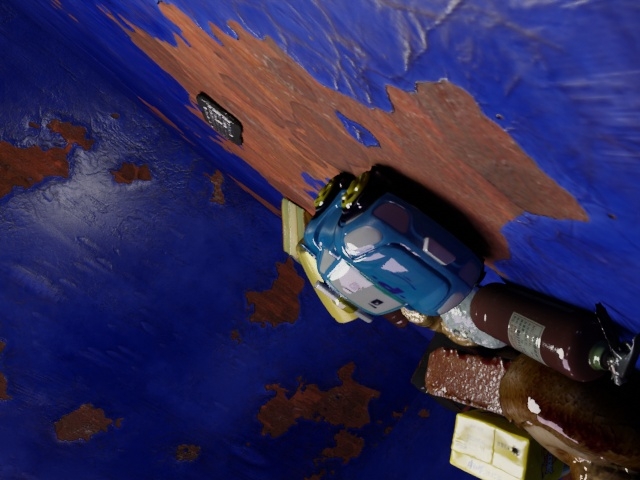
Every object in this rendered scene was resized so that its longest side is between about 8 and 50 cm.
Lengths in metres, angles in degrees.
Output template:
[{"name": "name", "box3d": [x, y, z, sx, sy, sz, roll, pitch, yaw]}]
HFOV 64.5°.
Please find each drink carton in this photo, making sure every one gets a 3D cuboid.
[{"name": "drink carton", "box3d": [0.430, 0.403, 1.037, 0.351, 0.111, 0.154, 6, 180, -42]}]

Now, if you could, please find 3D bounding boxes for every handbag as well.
[{"name": "handbag", "box3d": [0.358, 0.327, 1.312, 0.169, 0.215, 0.155, 35, 169, -26]}]

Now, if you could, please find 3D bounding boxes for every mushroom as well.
[{"name": "mushroom", "box3d": [0.382, 0.258, 0.684, 0.297, 0.163, 0.278, 37, -174, -13]}]

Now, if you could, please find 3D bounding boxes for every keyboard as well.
[{"name": "keyboard", "box3d": [-0.212, -0.251, 1.079, 0.106, 0.016, 0.262, 38, 176, -8]}]

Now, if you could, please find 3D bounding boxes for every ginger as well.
[{"name": "ginger", "box3d": [0.306, 0.182, 1.010, 0.333, 0.081, 0.147, 27, 163, -35]}]

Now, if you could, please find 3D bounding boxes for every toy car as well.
[{"name": "toy car", "box3d": [0.073, 0.022, 0.678, 0.198, 0.166, 0.314, 35, 176, -14]}]

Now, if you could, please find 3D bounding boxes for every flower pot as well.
[{"name": "flower pot", "box3d": [0.051, 0.045, 1.071, 0.179, 0.195, 0.195, 52, 172, -17]}]

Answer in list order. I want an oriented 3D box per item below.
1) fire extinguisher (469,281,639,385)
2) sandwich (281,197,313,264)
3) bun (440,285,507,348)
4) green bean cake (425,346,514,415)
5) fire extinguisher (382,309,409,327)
[{"name": "fire extinguisher", "box3d": [0.259, 0.095, 0.569, 0.099, 0.071, 0.231, 67, 167, -14]}, {"name": "sandwich", "box3d": [-0.085, -0.028, 1.637, 0.117, 0.144, 0.187, 32, 174, 33]}, {"name": "bun", "box3d": [0.254, 0.128, 0.838, 0.140, 0.083, 0.141, 35, 177, 2]}, {"name": "green bean cake", "box3d": [0.311, 0.268, 0.959, 0.198, 0.097, 0.232, 25, 165, -41]}, {"name": "fire extinguisher", "box3d": [0.156, 0.137, 1.566, 0.337, 0.114, 0.135, 39, -168, -16]}]
